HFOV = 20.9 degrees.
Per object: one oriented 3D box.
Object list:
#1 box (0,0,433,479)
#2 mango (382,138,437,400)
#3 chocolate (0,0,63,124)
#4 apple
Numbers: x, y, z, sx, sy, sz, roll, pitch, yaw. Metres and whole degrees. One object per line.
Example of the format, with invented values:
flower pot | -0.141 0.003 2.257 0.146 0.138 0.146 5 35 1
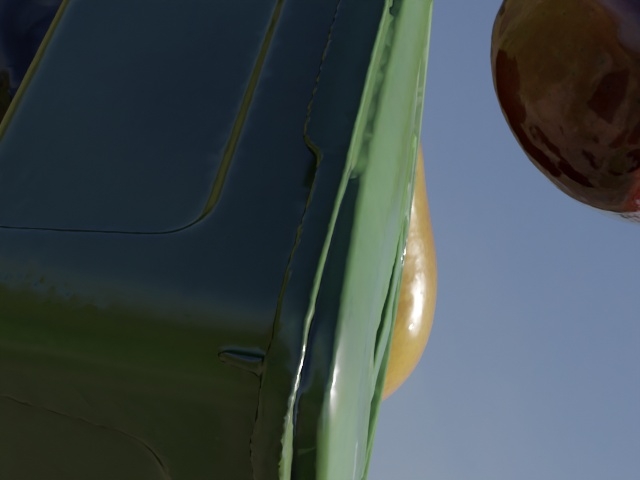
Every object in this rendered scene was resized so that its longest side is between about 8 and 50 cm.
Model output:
box | -0.054 0.014 0.773 0.328 0.178 0.252 -78 175 -48
mango | 0.000 0.000 1.463 0.211 0.173 0.317 22 -65 36
chocolate | -0.258 -0.141 1.550 0.383 0.384 0.331 66 -16 -8
apple | 0.238 -0.122 1.268 0.234 0.234 0.234 63 -8 16
